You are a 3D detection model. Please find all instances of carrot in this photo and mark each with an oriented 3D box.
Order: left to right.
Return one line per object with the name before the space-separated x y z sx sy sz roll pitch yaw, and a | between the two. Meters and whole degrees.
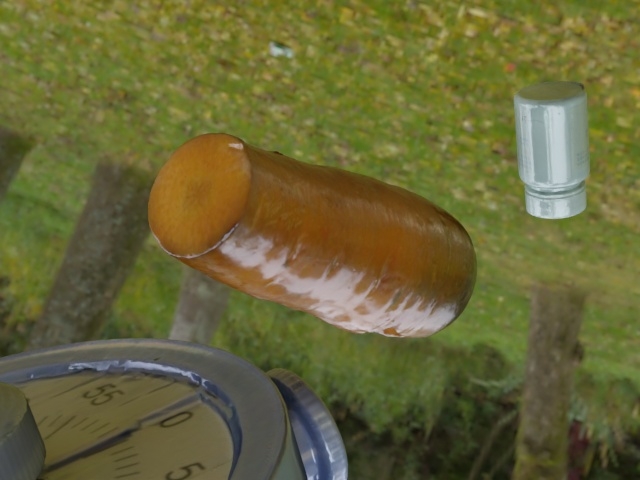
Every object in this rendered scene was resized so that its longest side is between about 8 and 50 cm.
carrot | 0.000 0.000 0.581 0.193 0.087 0.087 19 173 -42

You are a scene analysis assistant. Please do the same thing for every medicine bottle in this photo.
medicine bottle | 0.153 -0.060 0.754 0.047 0.083 0.047 -6 -156 3

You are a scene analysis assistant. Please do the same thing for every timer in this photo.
timer | -0.163 0.160 0.568 0.395 0.173 0.395 -14 -164 4
